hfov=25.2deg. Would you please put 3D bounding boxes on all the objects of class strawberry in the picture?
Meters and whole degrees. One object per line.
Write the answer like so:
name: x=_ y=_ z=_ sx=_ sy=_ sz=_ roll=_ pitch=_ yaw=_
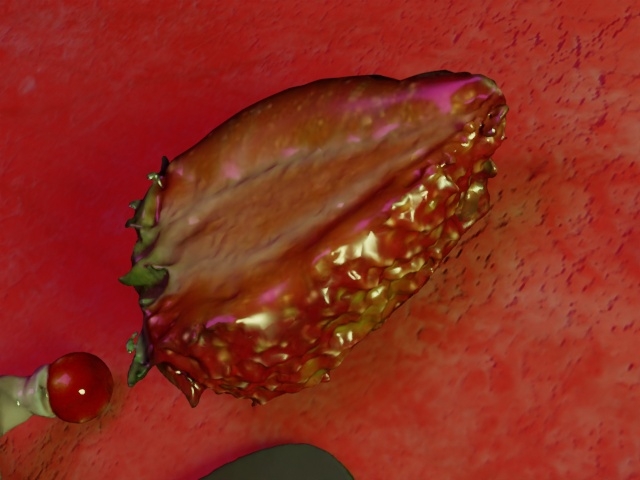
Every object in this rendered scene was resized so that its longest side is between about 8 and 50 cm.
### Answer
strawberry: x=0.001 y=-0.012 z=0.747 sx=0.228 sy=0.098 sz=0.174 roll=-37 pitch=39 yaw=11

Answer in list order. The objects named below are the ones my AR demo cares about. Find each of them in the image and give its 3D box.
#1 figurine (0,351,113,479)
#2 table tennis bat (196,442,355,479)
figurine: x=-0.257 y=0.158 z=0.838 sx=0.287 sy=0.186 sz=0.176 roll=-16 pitch=79 yaw=12
table tennis bat: x=-0.074 y=0.183 z=0.718 sx=0.234 sy=0.022 sz=0.131 roll=-29 pitch=42 yaw=21
